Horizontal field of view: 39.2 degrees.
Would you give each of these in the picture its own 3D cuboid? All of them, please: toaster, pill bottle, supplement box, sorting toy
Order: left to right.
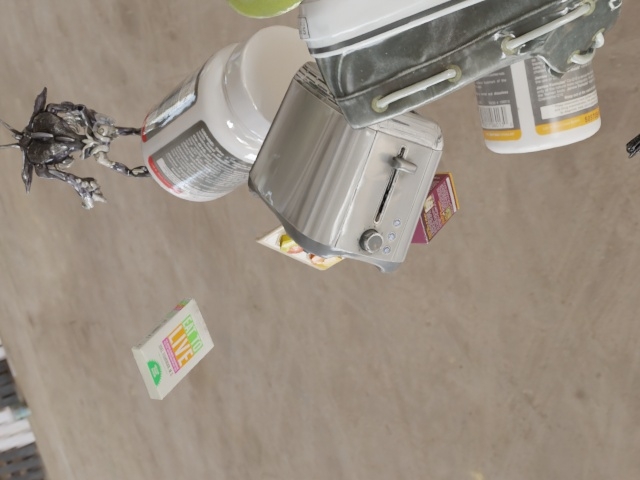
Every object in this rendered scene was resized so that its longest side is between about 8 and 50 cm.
[{"bbox_3d":[-0.107,-0.158,1.161,0.283,0.161,0.161,-20,91,55],"label":"pill bottle"},{"bbox_3d":[0.000,0.000,1.867,0.208,0.193,0.038,-27,51,38],"label":"sorting toy"},{"bbox_3d":[0.021,-0.079,0.874,0.146,0.129,0.227,-66,30,15],"label":"toaster"},{"bbox_3d":[0.256,-0.080,2.190,0.081,0.188,0.104,0,118,36],"label":"supplement box"},{"bbox_3d":[0.280,-0.269,1.222,0.162,0.162,0.278,8,114,57],"label":"pill bottle"}]

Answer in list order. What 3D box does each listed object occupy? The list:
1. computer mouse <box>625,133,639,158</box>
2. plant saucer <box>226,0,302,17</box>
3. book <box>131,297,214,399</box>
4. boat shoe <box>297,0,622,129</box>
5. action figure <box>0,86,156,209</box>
[{"bbox_3d":[0.661,-0.227,1.638,0.184,0.262,0.060,-50,60,33],"label":"computer mouse"},{"bbox_3d":[-0.069,-0.450,1.338,0.241,0.037,0.240,-9,72,31],"label":"plant saucer"},{"bbox_3d":[-0.234,0.168,1.418,0.035,0.144,0.096,1,120,31],"label":"book"},{"bbox_3d":[0.154,-0.175,0.647,0.121,0.335,0.119,-81,-28,-65],"label":"boat shoe"},{"bbox_3d":[-0.338,-0.130,1.333,0.141,0.276,0.164,76,-158,-75],"label":"action figure"}]
